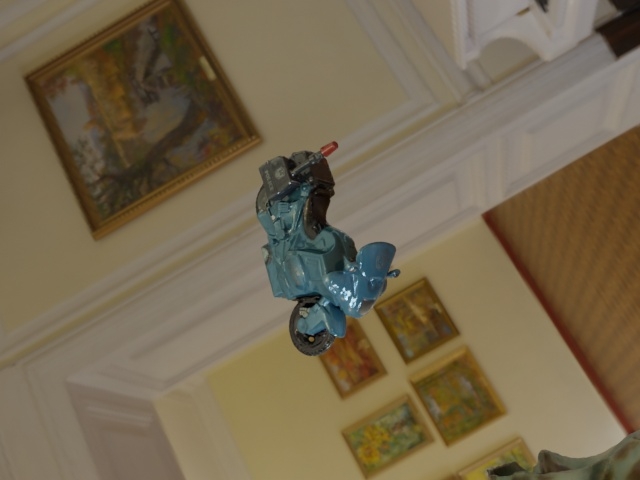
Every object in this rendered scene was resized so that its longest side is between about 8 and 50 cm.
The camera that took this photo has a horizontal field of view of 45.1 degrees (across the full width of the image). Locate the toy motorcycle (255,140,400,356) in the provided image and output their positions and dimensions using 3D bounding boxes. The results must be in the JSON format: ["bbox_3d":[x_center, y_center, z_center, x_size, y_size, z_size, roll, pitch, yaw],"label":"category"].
[{"bbox_3d":[0.000,0.000,0.998,0.124,0.182,0.272,11,-125,-52],"label":"toy motorcycle"}]

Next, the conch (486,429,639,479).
[{"bbox_3d":[0.338,0.301,0.817,0.368,0.250,0.197,119,153,-64],"label":"conch"}]
